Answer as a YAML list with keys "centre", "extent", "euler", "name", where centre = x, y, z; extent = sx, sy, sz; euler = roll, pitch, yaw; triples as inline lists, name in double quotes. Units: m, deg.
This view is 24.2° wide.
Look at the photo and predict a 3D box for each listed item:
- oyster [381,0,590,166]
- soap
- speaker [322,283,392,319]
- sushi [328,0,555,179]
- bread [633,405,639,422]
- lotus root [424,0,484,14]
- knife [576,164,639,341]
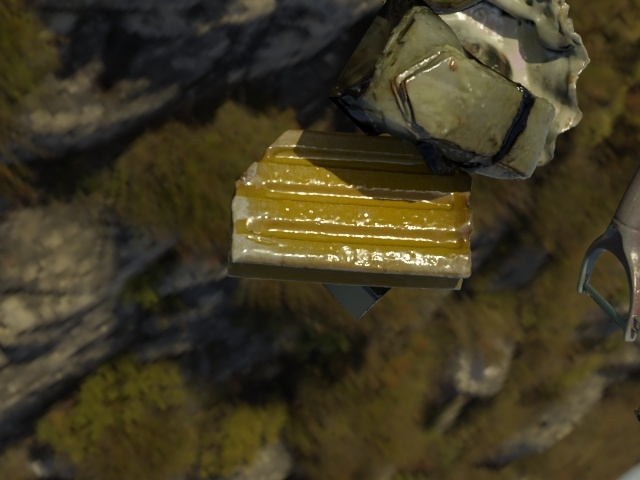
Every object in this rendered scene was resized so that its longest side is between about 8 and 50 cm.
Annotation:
- centre: [0.210, -0.265, 2.000]
  extent: [0.238, 0.351, 0.115]
  euler: [-52, 164, 12]
  name: "oyster"
- centre: [0.028, -0.030, 1.447]
  extent: [0.232, 0.140, 0.073]
  euler: [3, 159, -6]
  name: "soap"
- centre: [0.000, 0.000, 1.930]
  extent: [0.044, 0.218, 0.082]
  euler: [-42, 177, -30]
  name: "speaker"
- centre: [0.147, -0.110, 1.369]
  extent: [0.273, 0.109, 0.134]
  euler: [37, 77, -40]
  name: "sushi"
- centre: [0.441, 0.251, 1.618]
  extent: [0.174, 0.133, 0.251]
  euler: [-10, 147, 12]
  name: "bread"
- centre: [0.143, -0.346, 1.541]
  extent: [0.160, 0.275, 0.152]
  euler: [-10, 137, 21]
  name: "lotus root"
- centre: [0.326, -0.045, 1.421]
  extent: [0.053, 0.123, 0.278]
  euler: [14, 110, -30]
  name: "knife"
